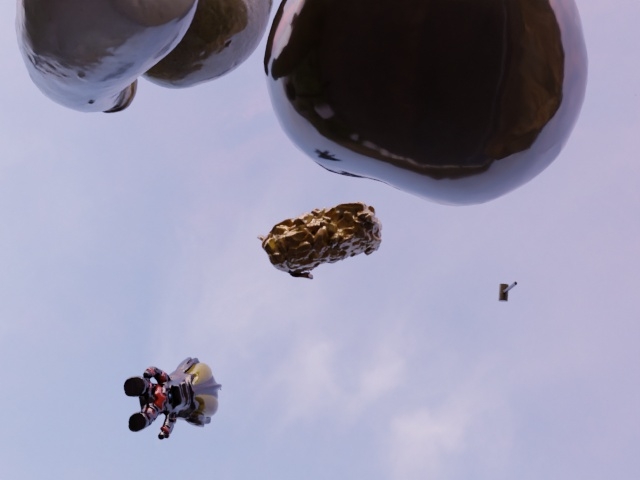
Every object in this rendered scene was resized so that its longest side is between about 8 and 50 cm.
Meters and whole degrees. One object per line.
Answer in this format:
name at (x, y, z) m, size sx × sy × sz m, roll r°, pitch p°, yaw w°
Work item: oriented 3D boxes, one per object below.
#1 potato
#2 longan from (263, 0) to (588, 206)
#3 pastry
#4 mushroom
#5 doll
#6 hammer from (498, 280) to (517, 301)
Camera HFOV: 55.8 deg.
potato at (-0.149, -0.278, 0.701) m, size 0.178 × 0.235 × 0.160 m, roll 26°, pitch -35°, yaw -19°
longan at (0.082, -0.136, 0.474) m, size 0.246 × 0.215 × 0.246 m, roll 35°, pitch -36°, yaw 30°
pastry at (0.000, 0.000, 1.210) m, size 0.250 × 0.154 × 0.102 m, roll -18°, pitch -113°, yaw 8°
mushroom at (-0.182, -0.162, 0.482) m, size 0.270 × 0.118 × 0.103 m, roll -16°, pitch -79°, yaw 59°
doll at (-0.250, 0.280, 1.087) m, size 0.088 × 0.249 × 0.127 m, roll 12°, pitch -95°, yaw 25°
hammer at (0.370, 0.094, 1.193) m, size 0.019 × 0.110 × 0.035 m, roll 6°, pitch -105°, yaw 7°
